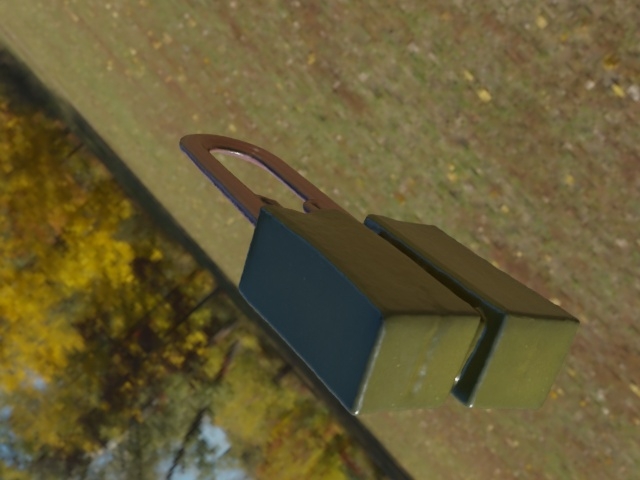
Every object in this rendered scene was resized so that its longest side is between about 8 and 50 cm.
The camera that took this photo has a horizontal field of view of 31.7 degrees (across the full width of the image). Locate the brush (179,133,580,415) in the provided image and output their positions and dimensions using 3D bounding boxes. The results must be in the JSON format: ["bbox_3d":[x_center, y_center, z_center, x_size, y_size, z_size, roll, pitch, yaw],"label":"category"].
[{"bbox_3d":[0.000,0.000,0.520,0.103,0.047,0.233,6,-159,-36],"label":"brush"}]
